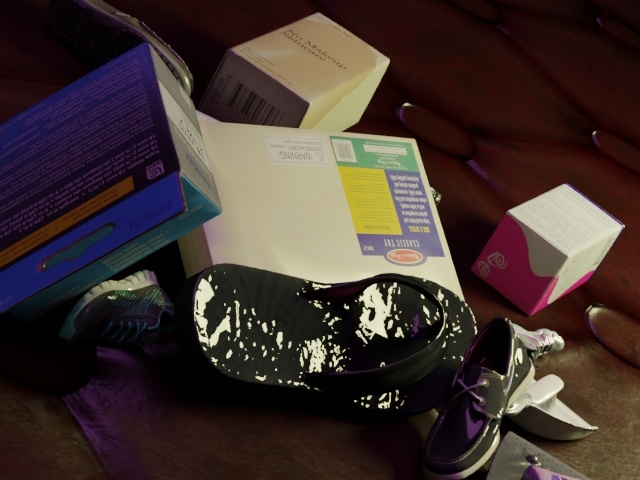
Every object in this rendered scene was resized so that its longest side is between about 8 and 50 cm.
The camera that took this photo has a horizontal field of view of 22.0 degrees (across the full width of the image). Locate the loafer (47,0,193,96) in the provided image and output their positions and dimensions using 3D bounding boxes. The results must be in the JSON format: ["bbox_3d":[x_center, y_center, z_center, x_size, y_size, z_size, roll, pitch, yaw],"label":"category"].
[{"bbox_3d":[-0.258,-0.267,2.232,0.251,0.094,0.087,40,32,19],"label":"loafer"}]

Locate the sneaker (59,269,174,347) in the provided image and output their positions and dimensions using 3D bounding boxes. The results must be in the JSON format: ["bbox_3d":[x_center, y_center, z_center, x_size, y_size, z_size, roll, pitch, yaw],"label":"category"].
[{"bbox_3d":[-0.203,0.082,1.723,0.076,0.065,0.166,43,31,14],"label":"sneaker"}]

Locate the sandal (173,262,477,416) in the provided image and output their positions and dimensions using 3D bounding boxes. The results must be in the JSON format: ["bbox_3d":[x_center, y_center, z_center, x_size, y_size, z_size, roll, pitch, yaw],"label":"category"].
[{"bbox_3d":[0.041,0.105,1.808,0.446,0.107,0.167,4,69,-44],"label":"sandal"}]

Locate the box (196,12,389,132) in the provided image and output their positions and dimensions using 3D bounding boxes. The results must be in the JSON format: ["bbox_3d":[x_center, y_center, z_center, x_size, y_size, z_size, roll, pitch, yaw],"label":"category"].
[{"bbox_3d":[-0.035,-0.217,2.341,0.148,0.121,0.311,34,27,9],"label":"box"}]

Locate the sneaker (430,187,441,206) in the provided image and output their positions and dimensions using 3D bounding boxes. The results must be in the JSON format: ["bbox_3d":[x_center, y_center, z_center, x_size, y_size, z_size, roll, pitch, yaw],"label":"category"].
[{"bbox_3d":[0.058,-0.048,2.172,0.271,0.100,0.108,-3,36,-47],"label":"sneaker"}]

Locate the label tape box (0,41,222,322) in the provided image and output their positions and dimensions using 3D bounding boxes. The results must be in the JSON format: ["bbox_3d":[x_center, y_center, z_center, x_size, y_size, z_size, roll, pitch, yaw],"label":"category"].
[{"bbox_3d":[-0.234,-0.034,1.683,0.106,0.240,0.333,55,10,-36],"label":"label tape box"}]

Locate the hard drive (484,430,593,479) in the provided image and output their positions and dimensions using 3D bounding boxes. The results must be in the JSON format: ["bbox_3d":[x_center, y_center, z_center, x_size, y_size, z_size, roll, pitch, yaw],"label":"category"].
[{"bbox_3d":[0.240,0.318,1.766,0.172,0.054,0.254,31,26,1],"label":"hard drive"}]

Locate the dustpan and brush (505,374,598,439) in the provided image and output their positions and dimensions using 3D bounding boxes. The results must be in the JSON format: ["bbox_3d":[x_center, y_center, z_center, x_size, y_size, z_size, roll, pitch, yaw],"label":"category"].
[{"bbox_3d":[0.254,0.194,1.987,0.147,0.060,0.211,40,29,18],"label":"dustpan and brush"}]

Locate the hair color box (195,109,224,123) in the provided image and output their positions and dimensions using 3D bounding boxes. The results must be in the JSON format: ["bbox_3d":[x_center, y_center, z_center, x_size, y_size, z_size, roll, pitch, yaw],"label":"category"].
[{"bbox_3d":[-0.150,-0.130,2.161,0.141,0.043,0.072,25,27,-8],"label":"hair color box"}]

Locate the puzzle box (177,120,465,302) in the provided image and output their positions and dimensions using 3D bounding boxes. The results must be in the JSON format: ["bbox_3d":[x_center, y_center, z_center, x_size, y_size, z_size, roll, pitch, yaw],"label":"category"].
[{"bbox_3d":[0.000,0.000,1.948,0.409,0.052,0.272,2,66,-45],"label":"puzzle box"}]

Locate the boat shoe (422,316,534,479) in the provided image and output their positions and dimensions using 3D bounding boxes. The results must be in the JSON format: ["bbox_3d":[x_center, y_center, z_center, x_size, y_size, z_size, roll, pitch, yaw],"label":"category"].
[{"bbox_3d":[0.170,0.179,1.853,0.084,0.079,0.233,5,37,30],"label":"boat shoe"}]

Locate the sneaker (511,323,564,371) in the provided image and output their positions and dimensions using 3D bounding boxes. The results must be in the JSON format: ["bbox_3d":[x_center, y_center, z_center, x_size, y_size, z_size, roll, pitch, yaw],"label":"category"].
[{"bbox_3d":[0.277,0.145,2.128,0.098,0.038,0.069,9,34,-19],"label":"sneaker"}]

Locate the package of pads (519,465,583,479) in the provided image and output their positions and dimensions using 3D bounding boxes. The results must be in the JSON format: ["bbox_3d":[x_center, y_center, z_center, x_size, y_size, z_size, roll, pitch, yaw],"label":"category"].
[{"bbox_3d":[0.257,0.275,1.760,0.083,0.032,0.050,19,31,-21],"label":"package of pads"}]

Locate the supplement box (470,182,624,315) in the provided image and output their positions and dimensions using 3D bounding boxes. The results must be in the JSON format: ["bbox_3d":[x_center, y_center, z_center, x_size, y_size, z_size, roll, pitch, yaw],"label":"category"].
[{"bbox_3d":[0.323,0.010,2.321,0.114,0.111,0.220,38,27,16],"label":"supplement box"}]
